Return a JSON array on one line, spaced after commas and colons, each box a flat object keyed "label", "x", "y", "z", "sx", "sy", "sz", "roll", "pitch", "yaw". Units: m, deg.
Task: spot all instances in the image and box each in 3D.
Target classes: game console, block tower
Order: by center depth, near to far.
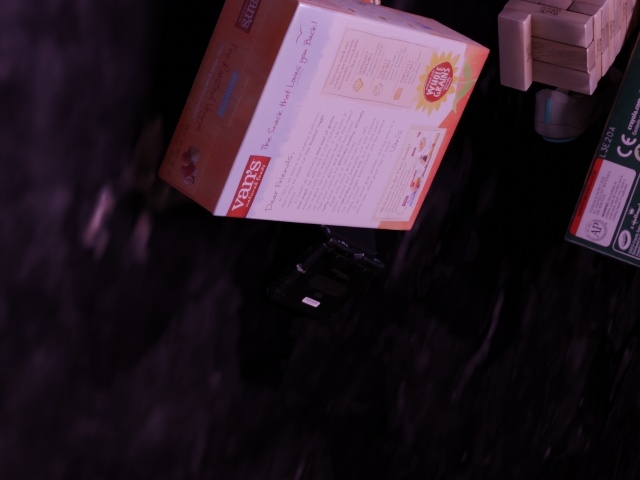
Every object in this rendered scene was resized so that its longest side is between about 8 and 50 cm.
[{"label": "game console", "x": 0.000, "y": 0.000, "z": 1.314, "sx": 0.107, "sy": 0.071, "sz": 0.122, "roll": -44, "pitch": 155, "yaw": 10}, {"label": "block tower", "x": 0.297, "y": -0.280, "z": 1.631, "sx": 0.335, "sy": 0.097, "sz": 0.091, "roll": -51, "pitch": 146, "yaw": -35}]

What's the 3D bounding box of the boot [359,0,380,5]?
[{"label": "boot", "x": 0.002, "y": -0.153, "z": 1.173, "sx": 0.084, "sy": 0.059, "sz": 0.158, "roll": -49, "pitch": 147, "yaw": -30}]

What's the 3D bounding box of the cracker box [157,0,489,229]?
[{"label": "cracker box", "x": 0.007, "y": -0.094, "z": 1.129, "sx": 0.232, "sy": 0.067, "sz": 0.155, "roll": 4, "pitch": 115, "yaw": -52}]

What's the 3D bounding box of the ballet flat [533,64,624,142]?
[{"label": "ballet flat", "x": 0.295, "y": -0.167, "z": 1.727, "sx": 0.213, "sy": 0.072, "sz": 0.068, "roll": -35, "pitch": 125, "yaw": -53}]

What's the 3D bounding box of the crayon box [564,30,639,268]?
[{"label": "crayon box", "x": 0.396, "y": -0.149, "z": 1.730, "sx": 0.363, "sy": 0.106, "sz": 0.313, "roll": -70, "pitch": 164, "yaw": 4}]
